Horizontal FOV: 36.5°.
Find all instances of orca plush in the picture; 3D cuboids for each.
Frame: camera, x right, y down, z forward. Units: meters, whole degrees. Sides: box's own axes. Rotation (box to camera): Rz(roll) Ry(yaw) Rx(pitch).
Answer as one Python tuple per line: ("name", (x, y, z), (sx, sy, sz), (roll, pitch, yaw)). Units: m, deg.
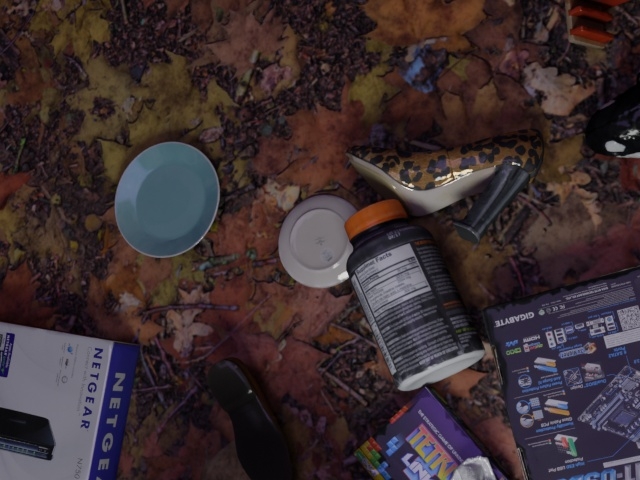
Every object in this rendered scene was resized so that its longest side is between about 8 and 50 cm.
("orca plush", (0.477, -0.164, 1.225), (0.287, 0.102, 0.151), (4, 88, 24))

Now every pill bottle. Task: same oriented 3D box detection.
("pill bottle", (0.117, 0.068, 1.316), (0.130, 0.130, 0.245), (-27, 72, 14))

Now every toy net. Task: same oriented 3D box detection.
("toy net", (0.203, 0.394, 1.233), (0.122, 0.045, 0.232), (8, 96, 5))

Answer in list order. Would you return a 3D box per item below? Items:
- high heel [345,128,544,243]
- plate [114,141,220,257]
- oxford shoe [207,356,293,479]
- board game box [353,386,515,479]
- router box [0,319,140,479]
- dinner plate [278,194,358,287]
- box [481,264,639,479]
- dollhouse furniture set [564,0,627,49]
("high heel", (0.176, -0.120, 1.370), (0.261, 0.093, 0.186), (31, 73, 32))
("plate", (-0.240, -0.063, 1.533), (0.188, 0.024, 0.188), (-3, 80, 20))
("oxford shoe", (-0.089, 0.263, 1.397), (0.076, 0.076, 0.212), (-22, 89, 14))
("board game box", (0.151, 0.306, 1.304), (0.141, 0.048, 0.170), (-46, 69, 9))
("router box", (-0.457, 0.300, 1.518), (0.301, 0.082, 0.335), (6, 82, 22))
("dinner plate", (0.000, 0.000, 1.435), (0.141, 0.017, 0.141), (-3, 81, 20))
("box", (0.382, 0.191, 1.224), (0.295, 0.073, 0.293), (-18, 76, 17))
("dollhouse furniture set", (0.431, -0.351, 1.224), (0.259, 0.262, 0.135), (-16, 74, 52))
